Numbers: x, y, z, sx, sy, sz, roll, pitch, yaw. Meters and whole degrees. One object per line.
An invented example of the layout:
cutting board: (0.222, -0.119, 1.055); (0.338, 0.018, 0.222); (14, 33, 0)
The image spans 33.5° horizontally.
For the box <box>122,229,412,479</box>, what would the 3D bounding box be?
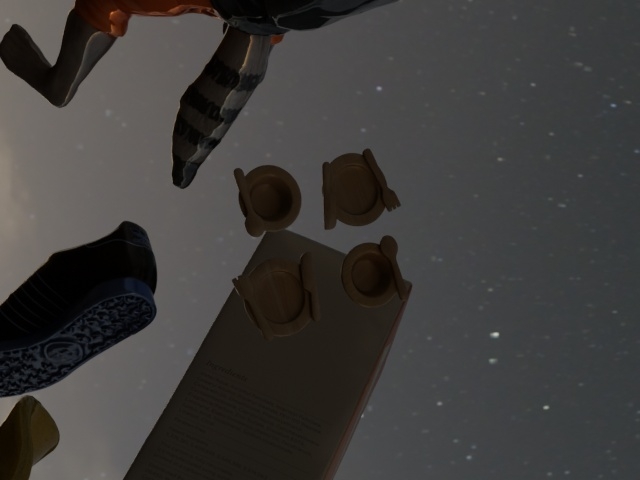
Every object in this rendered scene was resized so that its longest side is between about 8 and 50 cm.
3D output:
box: (-0.057, 0.194, 1.096); (0.168, 0.345, 0.215); (23, -35, 8)

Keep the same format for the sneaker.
sneaker: (-0.238, 0.064, 0.946); (0.232, 0.081, 0.090); (-25, -132, 20)

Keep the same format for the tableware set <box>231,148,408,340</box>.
tableware set: (0.000, 0.000, 0.883); (0.020, 0.169, 0.141); (-17, -94, 64)

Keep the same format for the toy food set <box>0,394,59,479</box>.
toy food set: (-0.185, 0.105, 0.337); (0.128, 0.218, 0.071); (-29, -82, 46)

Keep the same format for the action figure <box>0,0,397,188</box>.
action figure: (0.016, -0.162, 0.635); (0.330, 0.341, 0.178); (-23, -109, 48)
